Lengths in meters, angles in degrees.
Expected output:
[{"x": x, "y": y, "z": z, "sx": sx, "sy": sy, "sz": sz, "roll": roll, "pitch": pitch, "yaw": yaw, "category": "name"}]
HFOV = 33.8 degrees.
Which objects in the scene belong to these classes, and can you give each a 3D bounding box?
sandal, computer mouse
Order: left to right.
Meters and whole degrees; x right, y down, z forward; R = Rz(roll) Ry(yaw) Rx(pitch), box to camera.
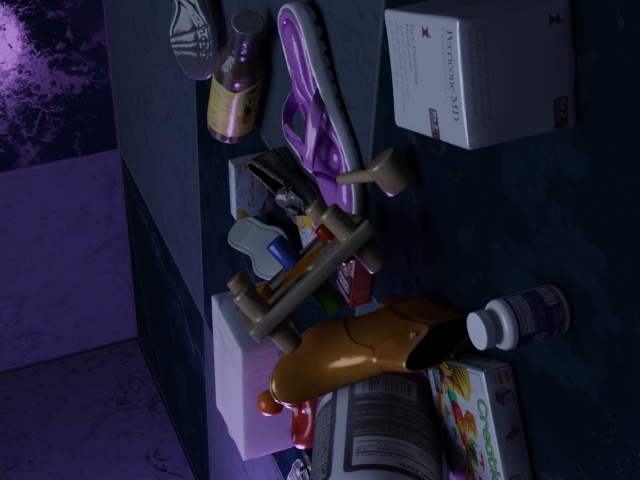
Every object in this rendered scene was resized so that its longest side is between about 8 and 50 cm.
[{"x": -0.041, "y": 0.569, "z": 2.579, "sx": 0.106, "sy": 0.042, "sz": 0.193, "roll": 58, "pitch": 148, "yaw": 32, "category": "computer mouse"}, {"x": -0.027, "y": -0.221, "z": 1.907, "sx": 0.169, "sy": 0.102, "sz": 0.416, "roll": 157, "pitch": 98, "yaw": -71, "category": "sandal"}]

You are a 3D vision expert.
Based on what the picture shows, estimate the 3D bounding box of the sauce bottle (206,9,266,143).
[{"x": -0.174, "y": -0.341, "z": 2.220, "sx": 0.344, "sy": 0.111, "sz": 0.111, "roll": 109, "pitch": 142, "yaw": -59, "category": "sauce bottle"}]

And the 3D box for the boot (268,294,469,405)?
[{"x": 0.075, "y": 0.174, "z": 1.612, "sx": 0.104, "sy": 0.295, "sz": 0.211, "roll": 63, "pitch": 163, "yaw": -16, "category": "boot"}]

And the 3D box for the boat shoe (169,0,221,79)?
[{"x": -0.287, "y": -0.534, "z": 2.435, "sx": 0.118, "sy": 0.103, "sz": 0.320, "roll": -1, "pitch": 111, "yaw": 24, "category": "boat shoe"}]

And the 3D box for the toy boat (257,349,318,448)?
[{"x": -0.067, "y": 0.350, "z": 2.330, "sx": 0.151, "sy": 0.151, "sz": 0.231, "roll": 159, "pitch": 97, "yaw": -71, "category": "toy boat"}]

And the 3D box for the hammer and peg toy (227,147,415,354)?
[{"x": 0.013, "y": 0.016, "z": 1.708, "sx": 0.127, "sy": 0.361, "sz": 0.266, "roll": 47, "pitch": 176, "yaw": -9, "category": "hammer and peg toy"}]

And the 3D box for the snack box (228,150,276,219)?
[{"x": -0.148, "y": -0.121, "z": 2.313, "sx": 0.037, "sy": 0.100, "sz": 0.141, "roll": -127, "pitch": 30, "yaw": -48, "category": "snack box"}]

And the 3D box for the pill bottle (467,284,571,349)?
[{"x": 0.250, "y": 0.101, "z": 1.334, "sx": 0.067, "sy": 0.120, "sz": 0.067, "roll": 167, "pitch": 90, "yaw": -71, "category": "pill bottle"}]

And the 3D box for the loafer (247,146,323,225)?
[{"x": -0.068, "y": -0.093, "z": 2.134, "sx": 0.267, "sy": 0.084, "sz": 0.096, "roll": -125, "pitch": 29, "yaw": -46, "category": "loafer"}]

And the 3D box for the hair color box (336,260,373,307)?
[{"x": 0.064, "y": 0.048, "z": 1.928, "sx": 0.072, "sy": 0.043, "sz": 0.141, "roll": -122, "pitch": 27, "yaw": -43, "category": "hair color box"}]

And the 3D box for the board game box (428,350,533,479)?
[{"x": 0.248, "y": 0.325, "z": 1.590, "sx": 0.193, "sy": 0.053, "sz": 0.305, "roll": -178, "pitch": 75, "yaw": -70, "category": "board game box"}]

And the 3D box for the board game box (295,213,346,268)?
[{"x": 0.000, "y": 0.000, "z": 1.964, "sx": 0.154, "sy": 0.026, "sz": 0.103, "roll": 180, "pitch": 76, "yaw": -71, "category": "board game box"}]

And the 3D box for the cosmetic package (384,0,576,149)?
[{"x": 0.188, "y": -0.208, "z": 1.250, "sx": 0.184, "sy": 0.151, "sz": 0.151, "roll": -148, "pitch": 46, "yaw": -63, "category": "cosmetic package"}]

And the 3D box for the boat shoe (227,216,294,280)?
[{"x": -0.104, "y": 0.025, "z": 2.316, "sx": 0.114, "sy": 0.091, "sz": 0.302, "roll": -54, "pitch": 31, "yaw": 5, "category": "boat shoe"}]

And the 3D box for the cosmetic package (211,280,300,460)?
[{"x": -0.158, "y": 0.322, "z": 2.566, "sx": 0.217, "sy": 0.156, "sz": 0.385, "roll": -124, "pitch": 27, "yaw": -45, "category": "cosmetic package"}]

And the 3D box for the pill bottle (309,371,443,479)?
[{"x": 0.087, "y": 0.378, "z": 1.645, "sx": 0.363, "sy": 0.210, "sz": 0.210, "roll": -83, "pitch": -4, "yaw": -52, "category": "pill bottle"}]
